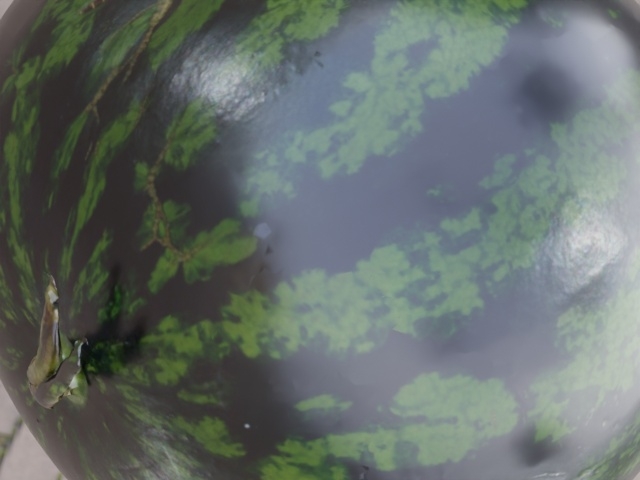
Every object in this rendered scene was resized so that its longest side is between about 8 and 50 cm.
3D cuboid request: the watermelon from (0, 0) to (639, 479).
[{"bbox_3d":[0.004,-0.002,0.505,0.269,0.269,0.269,-6,97,-50],"label":"watermelon"}]
